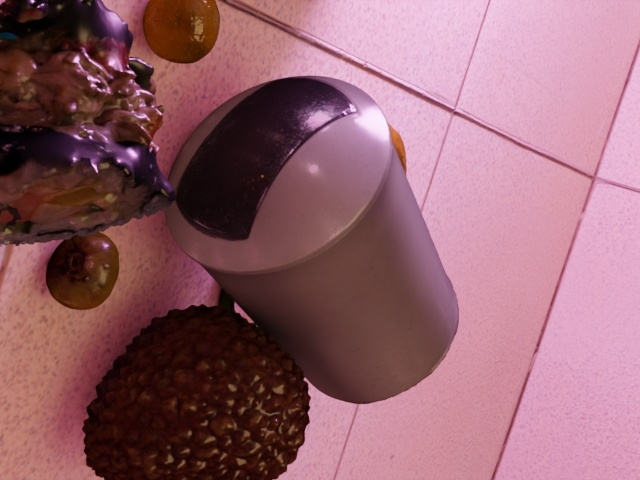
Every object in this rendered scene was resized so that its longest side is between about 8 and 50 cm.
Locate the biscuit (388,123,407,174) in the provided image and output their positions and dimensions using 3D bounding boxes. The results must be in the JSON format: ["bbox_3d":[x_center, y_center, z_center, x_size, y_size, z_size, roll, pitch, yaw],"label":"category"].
[{"bbox_3d":[0.050,-0.081,1.677,0.274,0.091,0.213,-24,130,-51],"label":"biscuit"}]

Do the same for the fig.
[{"bbox_3d":[-0.256,0.037,1.228,0.098,0.082,0.084,72,8,-71],"label":"fig"}]

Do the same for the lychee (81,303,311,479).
[{"bbox_3d":[-0.157,0.206,1.343,0.271,0.271,0.271,-40,140,-44],"label":"lychee"}]

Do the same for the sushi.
[{"bbox_3d":[-0.252,-0.112,1.005,0.238,0.225,0.218,151,-70,-78],"label":"sushi"}]

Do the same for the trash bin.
[{"bbox_3d":[0.000,0.000,1.397,0.280,0.280,0.432,-59,144,-21],"label":"trash bin"}]

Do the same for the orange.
[{"bbox_3d":[-0.149,-0.240,1.221,0.085,0.085,0.095,3,107,-61],"label":"orange"}]

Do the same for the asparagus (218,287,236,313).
[{"bbox_3d":[-0.122,0.064,1.534,0.025,0.021,0.108,-22,126,-60],"label":"asparagus"}]
